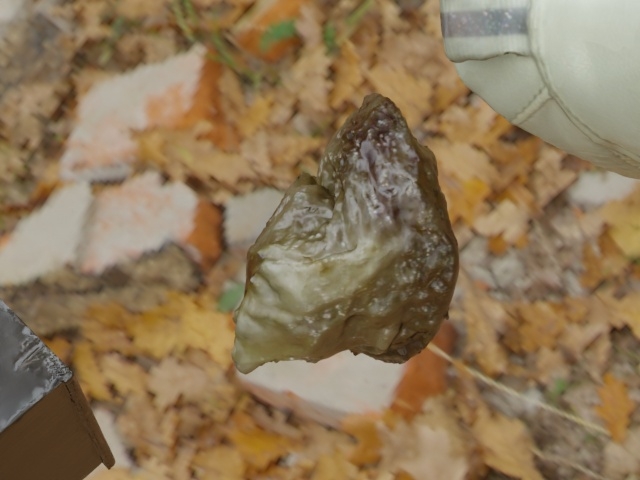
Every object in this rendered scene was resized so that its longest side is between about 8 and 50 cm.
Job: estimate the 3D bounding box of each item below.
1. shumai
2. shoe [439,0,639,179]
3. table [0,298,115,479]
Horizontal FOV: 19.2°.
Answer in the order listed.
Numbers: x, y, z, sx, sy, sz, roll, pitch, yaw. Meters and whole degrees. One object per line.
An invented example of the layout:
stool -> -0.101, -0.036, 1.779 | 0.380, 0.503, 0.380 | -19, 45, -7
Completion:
shumai -> 0.011, -0.005, 0.896 | 0.139, 0.105, 0.123 | -38, 58, 44
shoe -> 0.165, -0.087, 0.655 | 0.210, 0.342, 0.132 | 3, 99, 23
table -> -0.282, 0.137, 1.329 | 0.193, 0.172, 0.169 | -42, 67, -16
